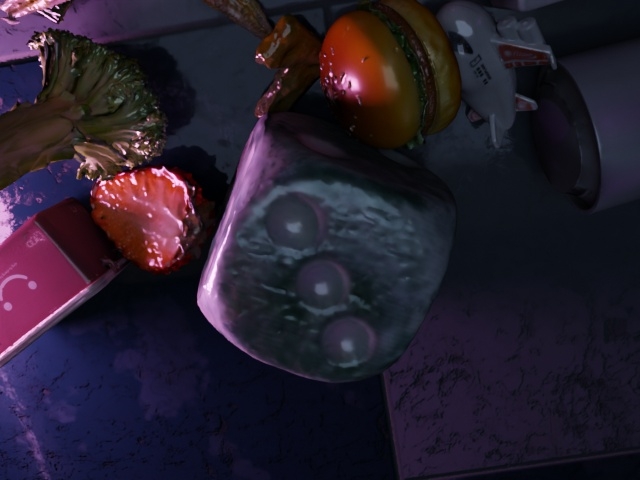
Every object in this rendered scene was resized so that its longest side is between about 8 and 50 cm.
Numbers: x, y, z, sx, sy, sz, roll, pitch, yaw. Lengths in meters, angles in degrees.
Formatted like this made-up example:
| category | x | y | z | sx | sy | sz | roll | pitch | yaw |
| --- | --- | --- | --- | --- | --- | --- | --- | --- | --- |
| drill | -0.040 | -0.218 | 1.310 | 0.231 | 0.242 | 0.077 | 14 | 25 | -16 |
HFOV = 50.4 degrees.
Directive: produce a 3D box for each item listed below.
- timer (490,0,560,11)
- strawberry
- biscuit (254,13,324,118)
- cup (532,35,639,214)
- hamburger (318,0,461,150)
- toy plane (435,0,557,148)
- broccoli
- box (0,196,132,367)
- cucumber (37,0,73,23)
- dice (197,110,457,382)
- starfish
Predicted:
| category | x | y | z | sx | sy | sz | roll | pitch | yaw |
| --- | --- | --- | --- | --- | --- | --- | --- | --- | --- |
| timer | 0.348 | -0.464 | 1.008 | 0.194 | 0.192 | 0.194 | -17 | 110 | 6 |
| strawberry | -0.289 | -0.047 | 1.209 | 0.236 | 0.111 | 0.190 | 22 | 96 | 21 |
| biscuit | -0.062 | -0.272 | 1.099 | 0.174 | 0.183 | 0.039 | -42 | 70 | 13 |
| cup | 0.543 | -0.208 | 1.077 | 0.371 | 0.253 | 0.254 | -16 | 110 | 4 |
| hamburger | 0.092 | -0.246 | 1.057 | 0.169 | 0.246 | 0.246 | -25 | 110 | -16 |
| toy plane | 0.255 | -0.273 | 1.100 | 0.252 | 0.118 | 0.252 | 18 | 147 | 12 |
| broccoli | -0.391 | -0.150 | 1.031 | 0.221 | 0.362 | 0.252 | -22 | 128 | 36 |
| box | -0.498 | 0.065 | 1.212 | 0.294 | 0.193 | 0.167 | -36 | 98 | 13 |
| cucumber | -0.492 | -0.418 | 1.094 | 0.187 | 0.058 | 0.058 | 32 | 107 | -11 |
| dice | 0.000 | 0.000 | 1.108 | 0.348 | 0.330 | 0.328 | 22 | 109 | -7 |
| starfish | -0.226 | -0.399 | 0.993 | 0.397 | 0.383 | 0.132 | 11 | 73 | -29 |
